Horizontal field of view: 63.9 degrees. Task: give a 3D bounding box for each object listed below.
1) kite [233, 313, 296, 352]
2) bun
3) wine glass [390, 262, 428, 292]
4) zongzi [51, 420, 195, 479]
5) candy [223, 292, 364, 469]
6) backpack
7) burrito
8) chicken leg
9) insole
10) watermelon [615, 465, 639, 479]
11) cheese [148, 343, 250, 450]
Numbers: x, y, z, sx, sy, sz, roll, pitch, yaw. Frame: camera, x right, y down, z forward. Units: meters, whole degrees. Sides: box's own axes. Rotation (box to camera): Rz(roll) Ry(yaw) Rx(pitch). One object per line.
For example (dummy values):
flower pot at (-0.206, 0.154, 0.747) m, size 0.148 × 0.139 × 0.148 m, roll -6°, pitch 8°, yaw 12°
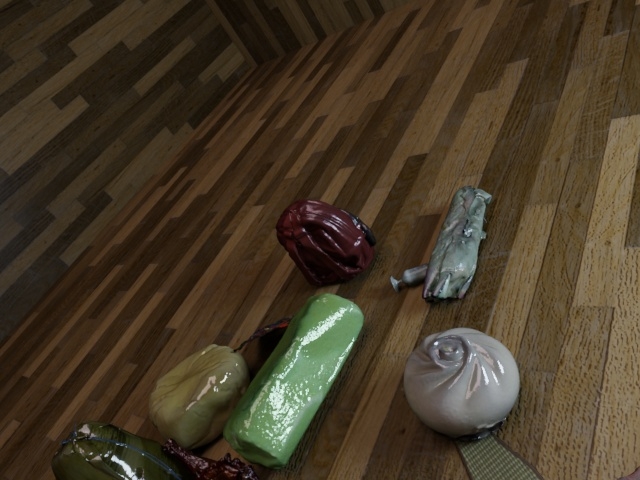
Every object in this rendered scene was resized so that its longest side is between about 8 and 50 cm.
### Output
kite at (-0.100, 0.189, 1.140) m, size 0.232 × 0.009 × 0.189 m, roll -27°, pitch 1°, yaw -30°
bun at (0.204, 0.199, 0.775) m, size 0.173 × 0.119 × 0.172 m, roll -21°, pitch 31°, yaw 13°
wine glass at (0.185, 0.074, 1.042) m, size 0.083 × 0.042 × 0.038 m, roll -23°, pitch 63°, yaw 18°
zongzi at (-0.346, 0.458, 0.864) m, size 0.125 × 0.251 × 0.274 m, roll -44°, pitch 29°, yaw 23°
candy at (-0.045, 0.253, 0.964) m, size 0.343 × 0.132 × 0.142 m, roll -55°, pitch -7°, yaw -30°
backpack at (0.001, -0.002, 1.153) m, size 0.229 × 0.229 × 0.138 m, roll -1°, pitch 49°, yaw 43°
burrito at (0.274, 0.001, 1.026) m, size 0.096 × 0.066 × 0.309 m, roll -13°, pitch 38°, yaw 42°
chicken leg at (-0.190, 0.408, 0.911) m, size 0.205 × 0.093 × 0.053 m, roll -2°, pitch 17°, yaw 22°
insole at (0.236, 0.306, 0.720) m, size 0.086 × 0.005 × 0.253 m, roll -36°, pitch 31°, yaw 0°
watermelon at (0.405, 0.284, 0.504) m, size 0.318 × 0.148 × 0.226 m, roll -31°, pitch 11°, yaw 35°
cheese at (-0.255, 0.321, 1.089) m, size 0.226 × 0.117 × 0.214 m, roll -42°, pitch 28°, yaw -19°
